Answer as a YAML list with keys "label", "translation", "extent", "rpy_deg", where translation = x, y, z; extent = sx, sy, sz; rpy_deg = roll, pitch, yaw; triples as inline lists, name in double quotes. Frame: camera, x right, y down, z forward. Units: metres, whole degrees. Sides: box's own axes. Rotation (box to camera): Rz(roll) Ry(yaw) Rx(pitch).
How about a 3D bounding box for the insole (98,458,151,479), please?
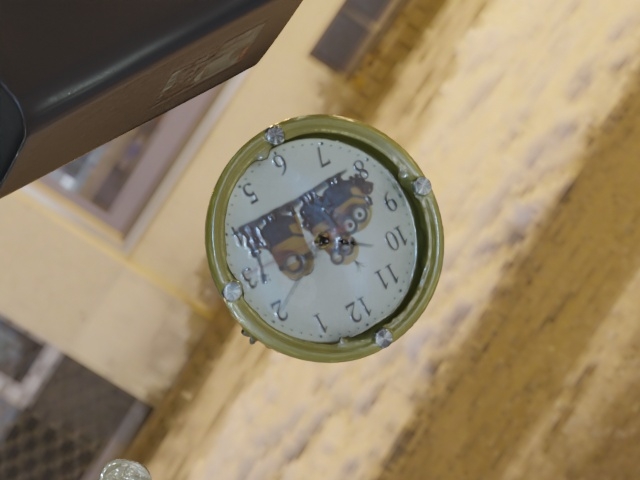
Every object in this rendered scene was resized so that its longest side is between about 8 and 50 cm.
- label: "insole"
  translation: [-0.238, 0.374, 1.897]
  extent: [0.011, 0.081, 0.247]
  rpy_deg: [-83, 0, -77]

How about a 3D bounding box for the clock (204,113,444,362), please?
- label: "clock"
  translation: [0.000, 0.000, 1.508]
  extent: [0.237, 0.237, 0.057]
  rpy_deg: [-60, 12, -17]

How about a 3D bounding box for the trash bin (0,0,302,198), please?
- label: "trash bin"
  translation: [-0.140, -0.140, 0.893]
  extent: [0.225, 0.165, 0.115]
  rpy_deg: [-37, -7, -42]
